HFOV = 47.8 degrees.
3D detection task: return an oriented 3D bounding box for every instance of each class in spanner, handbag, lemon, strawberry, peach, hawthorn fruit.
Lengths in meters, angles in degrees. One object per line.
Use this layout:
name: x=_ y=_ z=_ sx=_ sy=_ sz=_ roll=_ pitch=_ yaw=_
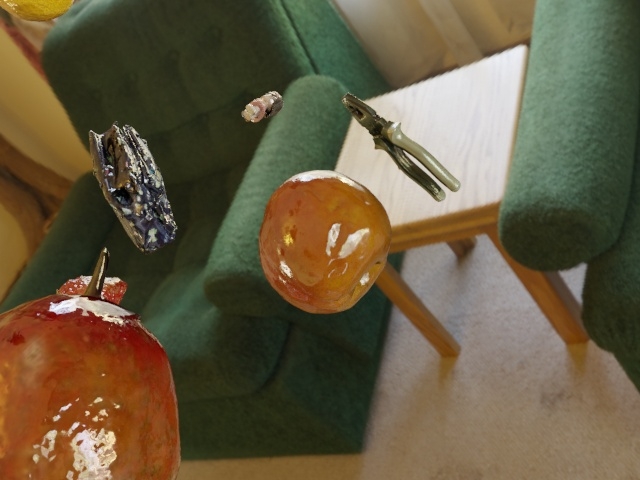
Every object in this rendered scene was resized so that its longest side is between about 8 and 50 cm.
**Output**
spanner: x=0.172 y=-0.208 z=1.597 sx=0.040 sy=0.325 sz=0.095 roll=-53 pitch=8 yaw=-31
handbag: x=-0.341 y=-0.103 z=1.309 sx=0.113 sy=0.162 sz=0.260 roll=-27 pitch=50 yaw=-3
lemon: x=-0.555 y=-0.493 z=1.385 sx=0.187 sy=0.142 sz=0.142 roll=8 pitch=57 yaw=24
strawberry: x=-0.503 y=0.125 z=1.566 sx=0.148 sy=0.131 sz=0.131 roll=-51 pitch=35 yaw=-7
peach: x=0.000 y=0.000 z=1.725 sx=0.301 sy=0.343 sz=0.343 roll=35 pitch=78 yaw=15
hawthorn fruit: x=-0.296 y=0.187 z=0.854 sx=0.284 sy=0.284 sz=0.369 roll=-8 pitch=69 yaw=41

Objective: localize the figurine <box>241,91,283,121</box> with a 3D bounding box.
figurine: x=-0.136 y=-0.312 z=1.728 sx=0.072 sy=0.054 sz=0.129 roll=-52 pitch=-5 yaw=39
